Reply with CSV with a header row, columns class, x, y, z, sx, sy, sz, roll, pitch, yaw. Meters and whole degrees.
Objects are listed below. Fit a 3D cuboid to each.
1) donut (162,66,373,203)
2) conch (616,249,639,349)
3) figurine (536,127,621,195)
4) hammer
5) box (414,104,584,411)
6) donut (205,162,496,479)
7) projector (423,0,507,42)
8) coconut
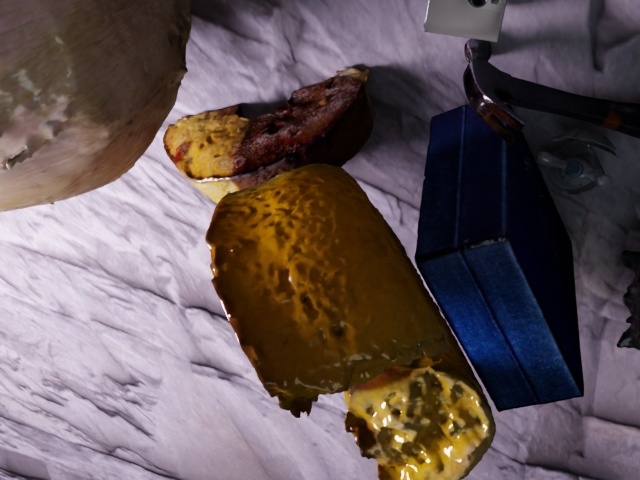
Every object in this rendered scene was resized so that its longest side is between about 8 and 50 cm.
class,x,y,z,sx,sy,sz,roll,pitch,yaw
donut,-0.061,-0.104,1.106,0.295,0.151,0.112,-14,136,24
conch,0.511,0.065,1.110,0.241,0.186,0.313,18,120,-23
figurine,0.309,-0.095,1.050,0.095,0.086,0.082,15,96,4
hammer,0.304,-0.148,1.000,0.290,0.137,0.037,13,141,-9
box,0.221,0.010,1.041,0.116,0.279,0.261,-18,125,25
donut,0.041,0.072,0.972,0.164,0.377,0.435,-30,143,8
projector,0.159,-0.269,0.939,0.082,0.083,0.083,9,133,6
coconut,-0.311,-0.224,0.904,0.405,0.404,0.404,7,132,8
